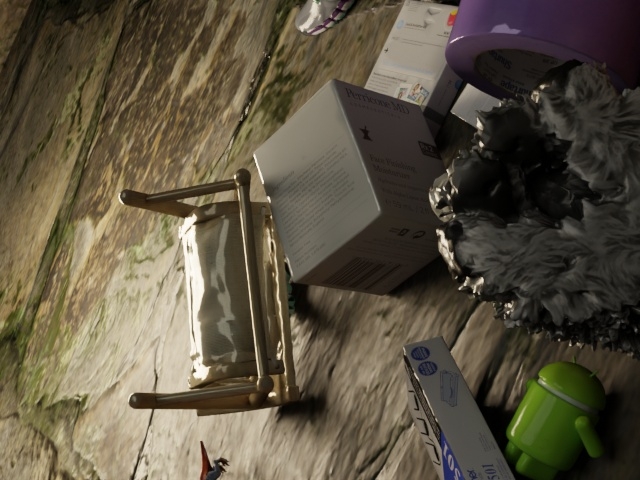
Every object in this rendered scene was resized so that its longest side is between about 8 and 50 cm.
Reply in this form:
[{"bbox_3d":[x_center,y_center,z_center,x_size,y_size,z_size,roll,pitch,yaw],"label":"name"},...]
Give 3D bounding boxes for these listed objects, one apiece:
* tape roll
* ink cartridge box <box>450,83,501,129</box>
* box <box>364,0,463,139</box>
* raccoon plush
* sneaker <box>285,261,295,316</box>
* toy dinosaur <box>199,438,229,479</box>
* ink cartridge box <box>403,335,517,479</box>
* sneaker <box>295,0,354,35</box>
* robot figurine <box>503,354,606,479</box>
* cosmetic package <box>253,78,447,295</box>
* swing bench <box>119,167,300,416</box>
[{"bbox_3d":[0.224,-0.196,1.094,0.189,0.189,0.080,2,72,55],"label":"tape roll"},{"bbox_3d":[0.199,-0.148,1.244,0.062,0.029,0.115,-58,35,10],"label":"ink cartridge box"},{"bbox_3d":[0.119,-0.206,1.386,0.145,0.038,0.186,27,93,56],"label":"box"},{"bbox_3d":[0.275,0.047,0.947,0.446,0.299,0.216,43,90,23],"label":"raccoon plush"},{"bbox_3d":[-0.067,0.080,1.468,0.069,0.038,0.098,-41,36,41],"label":"sneaker"},{"bbox_3d":[-0.147,0.315,1.403,0.082,0.090,0.047,-50,2,-38],"label":"toy dinosaur"},{"bbox_3d":[0.133,0.197,1.053,0.207,0.046,0.097,-114,11,-49],"label":"ink cartridge box"},{"bbox_3d":[0.019,-0.389,1.587,0.224,0.098,0.083,-39,41,34],"label":"sneaker"},{"bbox_3d":[0.212,0.160,0.995,0.115,0.067,0.101,-62,22,4],"label":"robot figurine"},{"bbox_3d":[0.044,-0.057,1.259,0.151,0.151,0.183,-39,57,35],"label":"cosmetic package"},{"bbox_3d":[-0.117,0.074,1.331,0.165,0.255,0.253,-9,78,11],"label":"swing bench"}]
